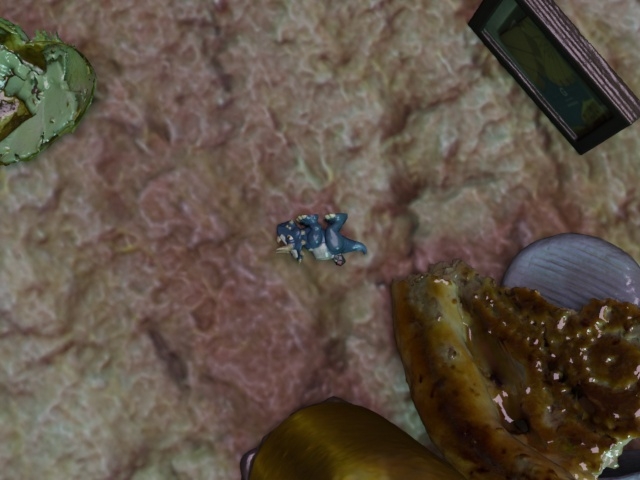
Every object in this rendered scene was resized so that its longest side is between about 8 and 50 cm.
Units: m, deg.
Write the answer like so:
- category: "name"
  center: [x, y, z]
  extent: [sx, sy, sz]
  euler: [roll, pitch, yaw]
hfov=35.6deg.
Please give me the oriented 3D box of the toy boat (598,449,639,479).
- category: "toy boat"
  center: [0.213, 0.309, 0.850]
  extent: [0.276, 0.111, 0.293]
  euler: [5, 90, 1]

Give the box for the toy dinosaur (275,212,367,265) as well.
- category: "toy dinosaur"
  center: [0.000, 0.000, 0.906]
  extent: [0.083, 0.030, 0.047]
  euler: [-1, 83, -4]

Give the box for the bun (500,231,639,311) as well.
- category: "bun"
  center: [0.228, 0.064, 0.887]
  extent: [0.141, 0.083, 0.140]
  euler: [-11, 66, 26]

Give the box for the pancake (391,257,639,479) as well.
- category: "pancake"
  center: [0.184, 0.095, 0.817]
  extent: [0.244, 0.057, 0.266]
  euler: [-27, 59, 19]

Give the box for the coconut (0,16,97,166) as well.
- category: "coconut"
  center: [-0.278, -0.130, 0.886]
  extent: [0.158, 0.055, 0.133]
  euler: [-20, 83, -9]

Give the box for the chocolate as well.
- category: "chocolate"
  center: [0.032, 0.209, 0.675]
  extent: [0.162, 0.445, 0.162]
  euler: [0, 86, -7]

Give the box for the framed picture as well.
- category: "framed picture"
  center: [0.208, -0.159, 0.898]
  extent: [0.023, 0.128, 0.168]
  euler: [-40, 87, -7]
